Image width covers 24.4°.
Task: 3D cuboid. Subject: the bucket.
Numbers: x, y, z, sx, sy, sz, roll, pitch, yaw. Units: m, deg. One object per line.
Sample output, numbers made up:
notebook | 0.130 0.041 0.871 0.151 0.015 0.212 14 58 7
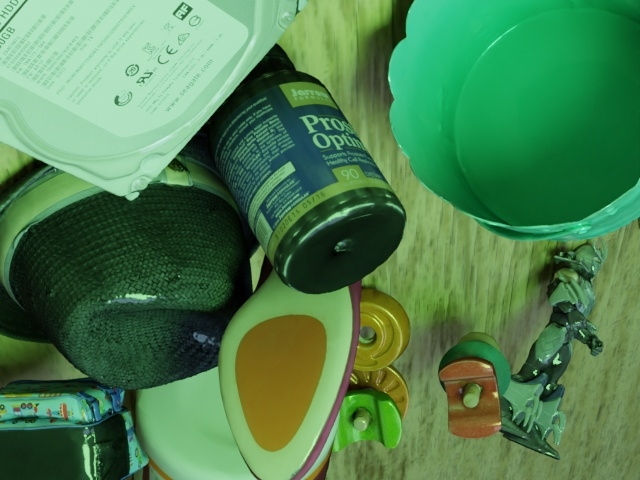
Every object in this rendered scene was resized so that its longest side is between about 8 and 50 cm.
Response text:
bucket | 0.211 -0.129 1.368 0.281 0.281 0.183 -37 160 10

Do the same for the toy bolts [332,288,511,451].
toy bolts | 0.117 0.141 1.810 0.228 0.158 0.218 -1 109 11

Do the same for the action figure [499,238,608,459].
action figure | 0.307 0.127 1.900 0.185 0.099 0.285 39 73 -57

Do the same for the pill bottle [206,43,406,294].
pill bottle | -0.025 -0.070 1.297 0.123 0.219 0.123 -22 148 -15

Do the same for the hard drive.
hard drive | -0.188 -0.176 1.128 0.237 0.064 0.339 -47 143 12

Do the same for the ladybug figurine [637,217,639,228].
ladybug figurine | 0.512 -0.077 1.672 0.305 0.162 0.449 -43 171 27

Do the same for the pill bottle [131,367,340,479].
pill bottle | -0.108 0.284 1.727 0.224 0.224 0.392 -18 147 -21

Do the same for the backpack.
backpack | -0.251 0.192 1.443 0.158 0.117 0.173 -3 -176 16

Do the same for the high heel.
high heel | -0.003 0.070 1.394 0.127 0.377 0.181 1 152 16

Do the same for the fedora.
fedora | -0.169 0.046 1.405 0.334 0.152 0.334 -21 148 -14
